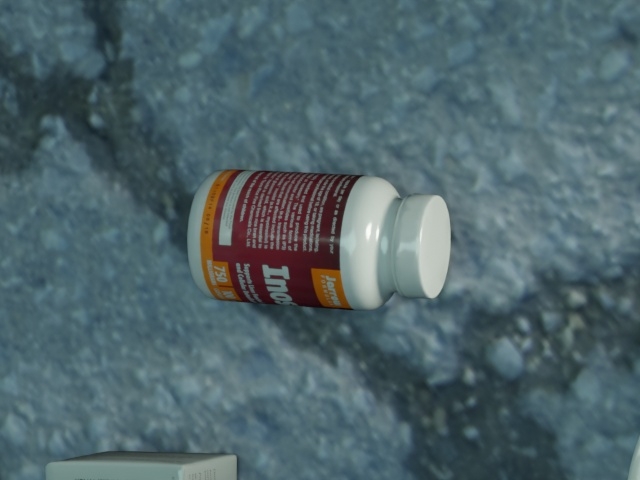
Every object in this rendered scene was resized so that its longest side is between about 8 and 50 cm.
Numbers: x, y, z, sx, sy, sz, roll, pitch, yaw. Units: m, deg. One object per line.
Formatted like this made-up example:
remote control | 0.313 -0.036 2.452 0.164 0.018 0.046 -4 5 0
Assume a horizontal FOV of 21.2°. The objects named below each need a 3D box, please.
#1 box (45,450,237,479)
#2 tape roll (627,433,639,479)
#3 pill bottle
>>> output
box | -0.115 0.190 1.109 0.101 0.087 0.102 -2 89 20
tape roll | 0.286 0.151 0.901 0.246 0.169 0.246 -2 80 12
pill bottle | 0.000 0.000 1.073 0.152 0.086 0.086 3 90 21
